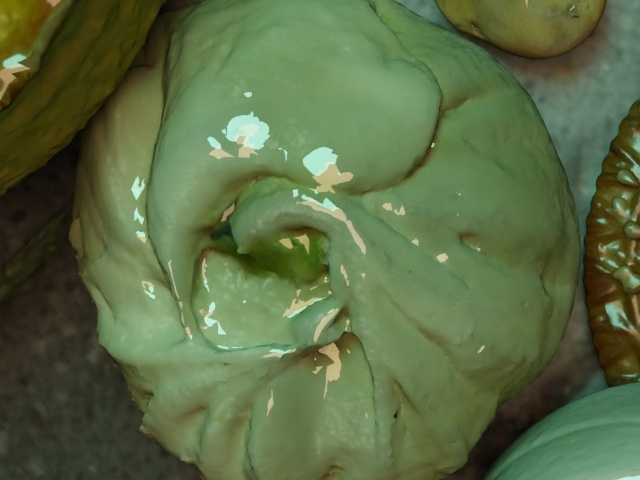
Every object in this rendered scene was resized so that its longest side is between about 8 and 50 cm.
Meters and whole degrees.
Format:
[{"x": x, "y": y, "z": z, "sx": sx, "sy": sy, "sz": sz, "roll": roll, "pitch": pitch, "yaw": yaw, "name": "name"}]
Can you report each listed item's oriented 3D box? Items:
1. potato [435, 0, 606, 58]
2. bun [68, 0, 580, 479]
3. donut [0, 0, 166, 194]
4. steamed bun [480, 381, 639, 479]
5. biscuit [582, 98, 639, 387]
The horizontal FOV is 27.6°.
[{"x": 0.099, "y": -0.127, "z": 0.651, "sx": 0.083, "sy": 0.062, "sz": 0.068, "roll": 8, "pitch": 76, "yaw": 25, "name": "potato"}, {"x": 0.000, "y": 0.000, "z": 0.609, "sx": 0.259, "sy": 0.160, "sz": 0.259, "roll": 0, "pitch": 89, "yaw": 3, "name": "bun"}, {"x": -0.232, "y": -0.158, "z": 0.591, "sx": 0.377, "sy": 0.163, "sz": 0.435, "roll": 26, "pitch": 91, "yaw": 18, "name": "donut"}, {"x": 0.130, "y": 0.188, "z": 0.600, "sx": 0.164, "sy": 0.146, "sz": 0.241, "roll": 12, "pitch": 101, "yaw": 9, "name": "steamed bun"}, {"x": 0.281, "y": 0.013, "z": 0.645, "sx": 0.305, "sy": 0.038, "sz": 0.305, "roll": 0, "pitch": 91, "yaw": 5, "name": "biscuit"}]
